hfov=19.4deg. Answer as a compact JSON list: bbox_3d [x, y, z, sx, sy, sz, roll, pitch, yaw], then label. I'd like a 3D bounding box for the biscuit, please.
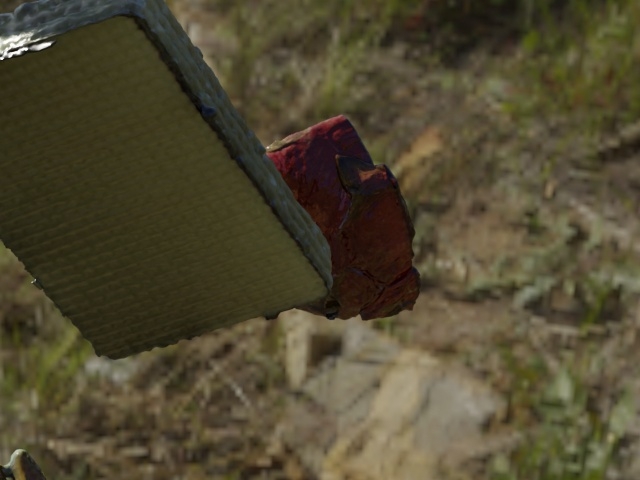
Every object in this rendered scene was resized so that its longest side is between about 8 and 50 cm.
[{"bbox_3d":[-0.084,-0.026,0.795,0.121,0.199,0.041,-15,49,16],"label":"biscuit"}]

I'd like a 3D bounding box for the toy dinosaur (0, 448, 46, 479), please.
[{"bbox_3d":[-0.140,0.203,0.769,0.142,0.057,0.212,-19,72,-28],"label":"toy dinosaur"}]

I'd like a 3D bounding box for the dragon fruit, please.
[{"bbox_3d":[0.000,-0.001,1.470,0.127,0.120,0.161,-33,78,-15],"label":"dragon fruit"}]
